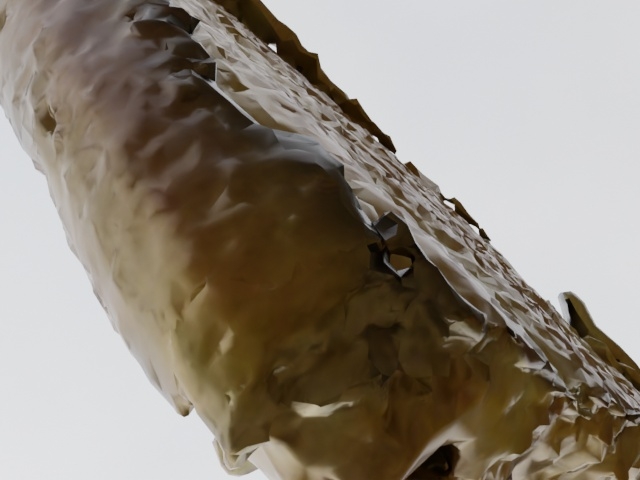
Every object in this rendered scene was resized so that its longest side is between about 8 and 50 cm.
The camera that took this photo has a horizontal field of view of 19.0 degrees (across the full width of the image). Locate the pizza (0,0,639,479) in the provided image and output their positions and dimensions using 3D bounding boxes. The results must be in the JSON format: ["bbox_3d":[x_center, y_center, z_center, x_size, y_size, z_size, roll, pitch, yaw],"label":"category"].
[{"bbox_3d":[0.000,0.000,0.490,0.251,0.074,0.287,52,-172,34],"label":"pizza"}]
